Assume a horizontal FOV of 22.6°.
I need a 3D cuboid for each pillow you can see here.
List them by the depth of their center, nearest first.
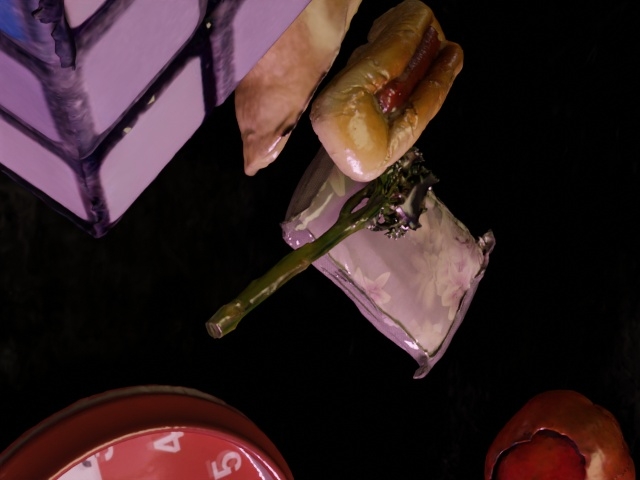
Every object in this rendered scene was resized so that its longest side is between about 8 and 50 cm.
[{"bbox_3d":[0.059,-0.002,1.430,0.255,0.059,0.169,47,65,-39],"label":"pillow"}]

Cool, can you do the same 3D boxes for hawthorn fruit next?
[{"bbox_3d":[0.230,0.234,1.603,0.172,0.148,0.148,-35,123,-15],"label":"hawthorn fruit"}]

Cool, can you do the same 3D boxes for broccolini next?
[{"bbox_3d":[-0.001,0.004,1.322,0.254,0.071,0.057,-35,161,-26],"label":"broccolini"}]

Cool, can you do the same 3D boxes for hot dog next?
[{"bbox_3d":[0.066,-0.136,1.336,0.084,0.073,0.242,52,33,-11],"label":"hot dog"}]

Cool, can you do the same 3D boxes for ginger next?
[{"bbox_3d":[-0.044,-0.152,1.280,0.123,0.115,0.193,22,89,-25],"label":"ginger"}]

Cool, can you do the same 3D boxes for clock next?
[{"bbox_3d":[-0.151,0.264,1.233,0.318,0.080,0.318,-12,112,-31],"label":"clock"}]

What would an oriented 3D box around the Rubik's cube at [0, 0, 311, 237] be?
[{"bbox_3d":[-0.156,-0.275,0.840,0.363,0.359,0.362,-54,167,-18],"label":"Rubik's cube"}]
